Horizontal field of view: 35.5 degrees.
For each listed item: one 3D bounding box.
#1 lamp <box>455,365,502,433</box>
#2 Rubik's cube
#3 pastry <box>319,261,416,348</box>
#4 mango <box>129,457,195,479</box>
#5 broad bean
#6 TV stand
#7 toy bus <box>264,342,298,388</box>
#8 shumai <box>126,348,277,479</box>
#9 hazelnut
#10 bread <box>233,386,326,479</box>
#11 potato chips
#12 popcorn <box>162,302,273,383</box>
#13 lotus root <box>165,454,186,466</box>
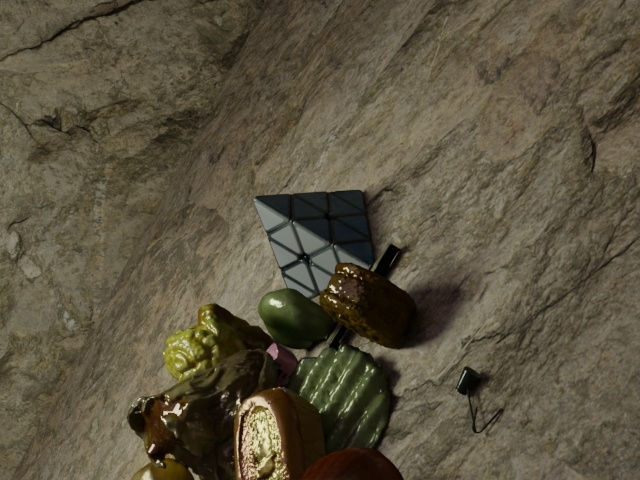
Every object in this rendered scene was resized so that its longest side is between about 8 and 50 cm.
[{"bbox_3d":[0.242,0.254,1.596,0.054,0.041,0.121,-60,19,16],"label":"lamp"},{"bbox_3d":[0.002,0.000,2.267,0.228,0.229,0.233,-16,-11,6],"label":"Rubik's cube"},{"bbox_3d":[0.088,0.122,1.893,0.103,0.188,0.188,-59,23,-12],"label":"pastry"},{"bbox_3d":[-0.374,0.628,2.224,0.176,0.175,0.330,-38,-24,-53],"label":"mango"},{"bbox_3d":[-0.056,0.161,2.135,0.228,0.169,0.100,-32,35,64],"label":"broad bean"},{"bbox_3d":[0.088,0.117,2.071,0.249,0.036,0.042,-59,21,-1],"label":"TV stand"},{"bbox_3d":[-0.130,0.320,2.188,0.203,0.090,0.063,-51,27,15],"label":"toy bus"},{"bbox_3d":[-0.241,0.339,2.013,0.267,0.262,0.314,161,130,-73],"label":"shumai"},{"bbox_3d":[0.037,0.427,1.584,0.214,0.214,0.176,-46,67,26],"label":"hazelnut"},{"bbox_3d":[-0.073,0.411,1.794,0.152,0.119,0.288,-32,46,30],"label":"bread"},{"bbox_3d":[-0.025,0.389,1.925,0.429,0.070,0.358,-60,27,2],"label":"potato chips"},{"bbox_3d":[-0.228,0.263,2.301,0.251,0.237,0.206,-34,34,-21],"label":"popcorn"},{"bbox_3d":[-0.342,0.507,2.418,0.072,0.063,0.152,-31,37,65],"label":"lotus root"}]
